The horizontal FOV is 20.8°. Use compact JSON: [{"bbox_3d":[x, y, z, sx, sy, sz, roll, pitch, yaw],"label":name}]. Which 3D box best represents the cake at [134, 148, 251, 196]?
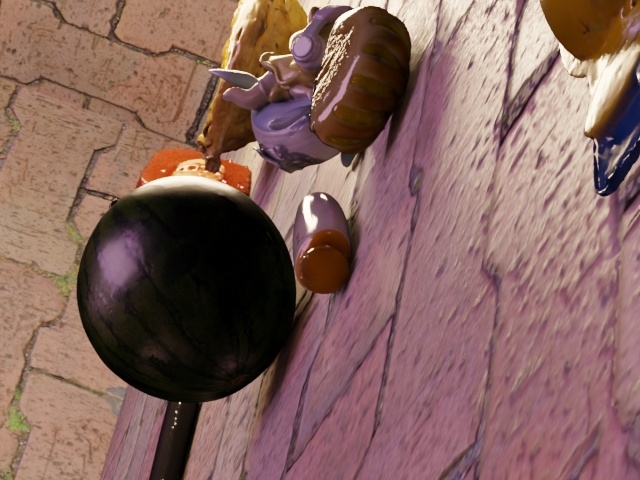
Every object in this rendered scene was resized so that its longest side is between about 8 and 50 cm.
[{"bbox_3d":[-0.217,-0.052,2.811,0.283,0.177,0.151,-87,18,-67],"label":"cake"}]

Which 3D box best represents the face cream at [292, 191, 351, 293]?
[{"bbox_3d":[0.000,0.000,1.694,0.182,0.051,0.072,-97,32,-71],"label":"face cream"}]

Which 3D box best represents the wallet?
[{"bbox_3d":[-0.213,0.311,2.418,0.250,0.044,0.149,-81,9,-49],"label":"wallet"}]

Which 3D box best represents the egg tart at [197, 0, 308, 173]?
[{"bbox_3d":[-0.092,-0.259,2.645,0.341,0.129,0.341,-162,90,-82],"label":"egg tart"}]

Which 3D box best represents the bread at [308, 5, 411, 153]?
[{"bbox_3d":[0.046,-0.166,1.669,0.094,0.083,0.157,122,164,-45],"label":"bread"}]

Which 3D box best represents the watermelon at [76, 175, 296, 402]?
[{"bbox_3d":[-0.143,0.052,1.862,0.242,0.242,0.242,-161,90,-82],"label":"watermelon"}]

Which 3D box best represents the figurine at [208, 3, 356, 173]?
[{"bbox_3d":[-0.015,-0.160,1.829,0.208,0.128,0.184,15,84,41],"label":"figurine"}]

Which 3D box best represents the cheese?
[{"bbox_3d":[0.160,-0.143,0.915,0.177,0.069,0.270,117,166,-47],"label":"cheese"}]
